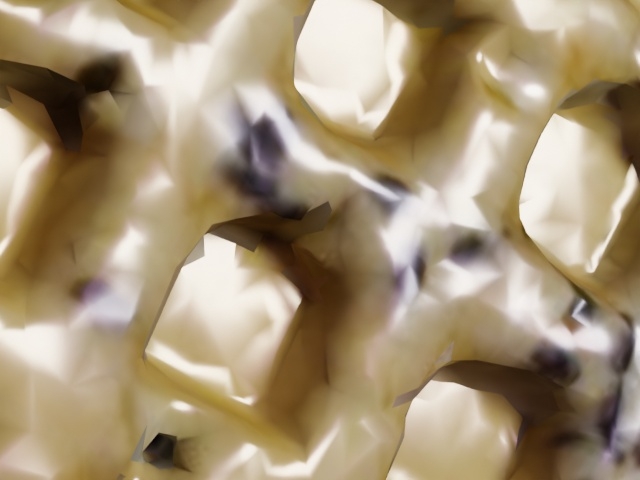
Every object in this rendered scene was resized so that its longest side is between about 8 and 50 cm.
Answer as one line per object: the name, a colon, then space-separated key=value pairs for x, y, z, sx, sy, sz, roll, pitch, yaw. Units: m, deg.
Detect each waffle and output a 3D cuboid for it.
waffle: x=0.000 y=0.000 z=0.391 sx=0.376 sy=0.114 sz=0.261 roll=33 pitch=75 yaw=-27
